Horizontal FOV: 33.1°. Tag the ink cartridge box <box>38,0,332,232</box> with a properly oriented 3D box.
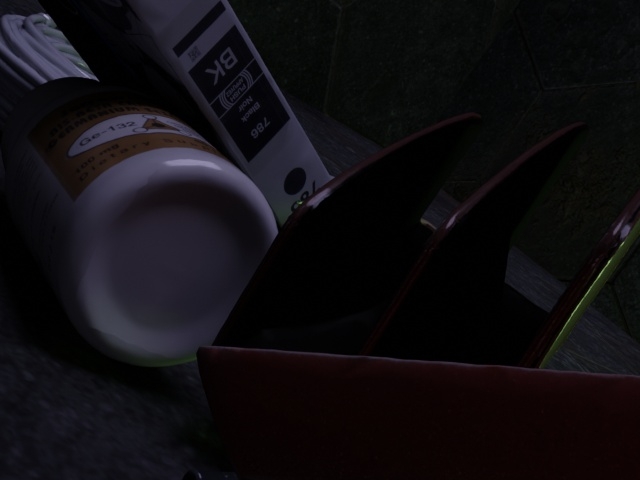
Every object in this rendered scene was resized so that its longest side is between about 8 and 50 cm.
[{"bbox_3d":[-0.092,-0.104,0.784,0.165,0.065,0.332,29,-17,39],"label":"ink cartridge box"}]

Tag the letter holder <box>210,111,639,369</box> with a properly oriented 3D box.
[{"bbox_3d":[0.103,-0.006,0.654,0.152,0.214,0.302,37,28,13],"label":"letter holder"}]

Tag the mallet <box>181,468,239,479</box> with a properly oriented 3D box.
[{"bbox_3d":[-0.003,0.145,0.601,0.190,0.062,0.039,5,26,-41],"label":"mallet"}]

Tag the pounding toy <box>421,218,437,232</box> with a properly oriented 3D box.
[{"bbox_3d":[0.098,0.040,1.238,0.206,0.094,0.181,18,20,-49],"label":"pounding toy"}]

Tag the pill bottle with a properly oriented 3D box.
[{"bbox_3d":[-0.130,-0.027,0.692,0.131,0.131,0.229,27,8,-35],"label":"pill bottle"}]

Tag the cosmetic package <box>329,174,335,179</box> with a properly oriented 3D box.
[{"bbox_3d":[0.000,0.000,1.043,0.085,0.117,0.231,39,9,29],"label":"cosmetic package"}]

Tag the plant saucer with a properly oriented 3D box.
[{"bbox_3d":[0.102,0.137,0.442,0.258,0.047,0.259,0,-38,36],"label":"plant saucer"}]

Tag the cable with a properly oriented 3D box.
[{"bbox_3d":[-0.207,-0.115,0.999,0.257,0.089,0.257,36,11,4],"label":"cable"}]
